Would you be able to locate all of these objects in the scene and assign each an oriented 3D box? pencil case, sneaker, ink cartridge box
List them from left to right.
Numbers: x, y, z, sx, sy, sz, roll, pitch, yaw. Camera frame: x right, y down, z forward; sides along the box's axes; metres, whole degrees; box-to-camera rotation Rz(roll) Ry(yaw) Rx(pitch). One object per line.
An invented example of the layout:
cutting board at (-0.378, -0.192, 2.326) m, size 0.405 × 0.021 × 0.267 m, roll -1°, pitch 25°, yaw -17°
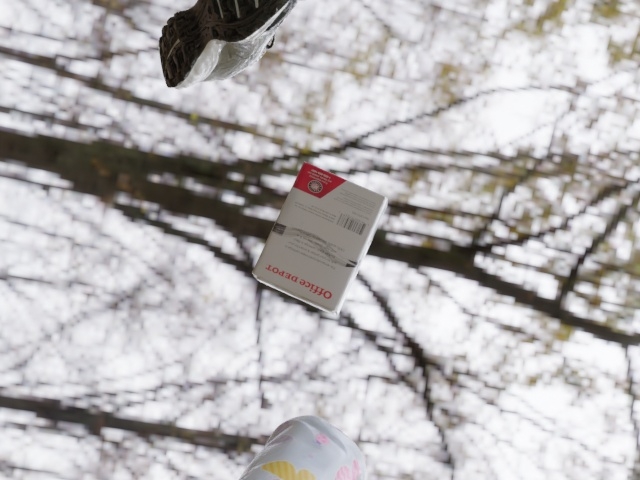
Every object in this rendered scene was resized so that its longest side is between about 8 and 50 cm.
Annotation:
sneaker at (-0.093, -0.260, 1.841) m, size 0.271 × 0.108 × 0.100 m, roll -28°, pitch -109°, yaw 55°
pencil case at (-0.055, 0.289, 1.608) m, size 0.124 × 0.113 × 0.273 m, roll -59°, pitch 171°, yaw 32°
ink cartridge box at (0.000, 0.000, 1.846) m, size 0.063 × 0.109 × 0.150 m, roll 77°, pitch 38°, yaw -81°
